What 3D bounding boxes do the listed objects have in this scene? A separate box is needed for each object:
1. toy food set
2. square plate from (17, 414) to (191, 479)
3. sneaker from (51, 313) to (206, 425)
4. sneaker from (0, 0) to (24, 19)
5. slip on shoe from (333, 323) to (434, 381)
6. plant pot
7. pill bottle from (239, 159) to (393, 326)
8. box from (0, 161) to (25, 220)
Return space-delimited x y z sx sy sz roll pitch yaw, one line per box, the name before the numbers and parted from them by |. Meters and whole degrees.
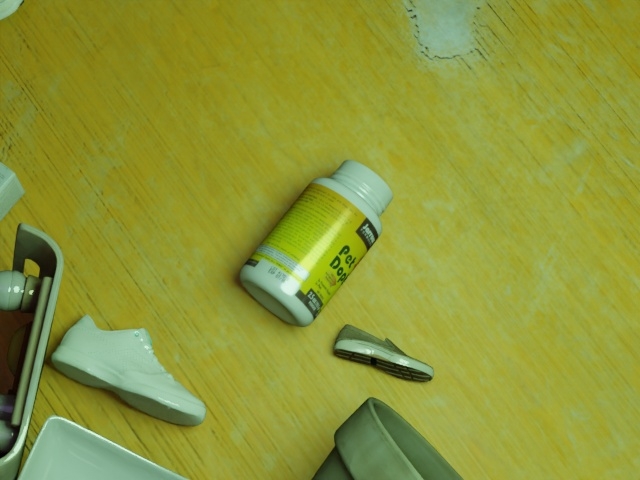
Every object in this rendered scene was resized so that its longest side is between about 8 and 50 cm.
toy food set | -0.379 0.160 1.458 0.092 0.219 0.306 13 61 -11
square plate | -0.249 0.432 1.460 0.344 0.049 0.347 29 73 -18
sneaker | -0.232 0.160 1.579 0.212 0.080 0.094 25 62 5
sneaker | -0.546 -0.389 1.690 0.292 0.118 0.110 22 72 1
slip on shoe | 0.086 0.148 1.616 0.135 0.051 0.041 15 62 7
plant pot | 0.064 0.391 1.435 0.280 0.323 0.323 -42 80 4
pill bottle | 0.000 0.000 1.613 0.117 0.117 0.215 36 76 7
box | -0.462 -0.067 1.617 0.101 0.087 0.102 36 74 6
